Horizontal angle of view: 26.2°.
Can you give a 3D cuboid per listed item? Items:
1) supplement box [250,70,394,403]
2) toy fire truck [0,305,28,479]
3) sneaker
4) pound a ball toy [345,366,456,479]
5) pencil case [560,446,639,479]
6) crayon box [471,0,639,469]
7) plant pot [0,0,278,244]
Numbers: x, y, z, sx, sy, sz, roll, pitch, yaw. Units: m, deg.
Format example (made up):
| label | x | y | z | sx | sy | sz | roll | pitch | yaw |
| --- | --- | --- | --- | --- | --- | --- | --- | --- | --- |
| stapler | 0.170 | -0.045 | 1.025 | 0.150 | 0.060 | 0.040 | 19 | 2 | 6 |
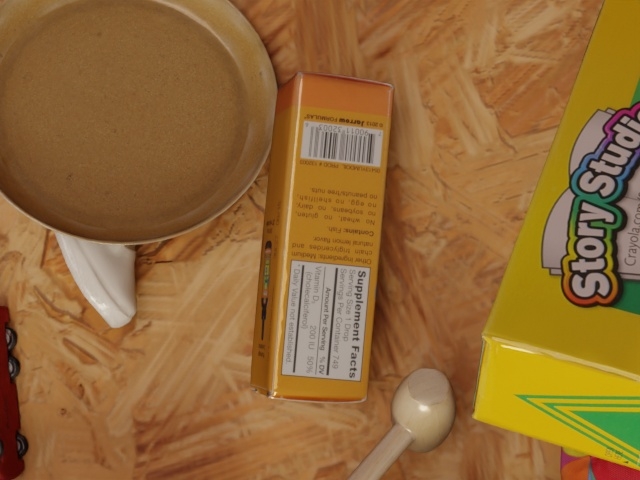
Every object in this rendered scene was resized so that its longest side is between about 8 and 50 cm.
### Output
| label | x | y | z | sx | sy | sz | roll | pitch | yaw |
| --- | --- | --- | --- | --- | --- | --- | --- | --- | --- |
| supplement box | 0.000 | 0.000 | 1.002 | 0.080 | 0.078 | 0.233 | 8 | 87 | -12 |
| toy fire truck | -0.312 | 0.104 | 1.106 | 0.135 | 0.047 | 0.192 | -9 | 83 | 15 |
| sneaker | -0.164 | -0.041 | 1.069 | 0.094 | 0.080 | 0.212 | -18 | 80 | -2 |
| pound a ball toy | 0.052 | 0.274 | 0.924 | 0.208 | 0.136 | 0.319 | 35 | 72 | 19 |
| pencil case | 0.202 | 0.109 | 0.876 | 0.104 | 0.104 | 0.236 | 0 | 62 | 16 |
| crayon box | 0.294 | -0.019 | 0.825 | 0.313 | 0.106 | 0.363 | 15 | 57 | 16 |
| plant pot | -0.151 | -0.103 | 1.044 | 0.236 | 0.032 | 0.236 | 3 | 70 | -9 |
